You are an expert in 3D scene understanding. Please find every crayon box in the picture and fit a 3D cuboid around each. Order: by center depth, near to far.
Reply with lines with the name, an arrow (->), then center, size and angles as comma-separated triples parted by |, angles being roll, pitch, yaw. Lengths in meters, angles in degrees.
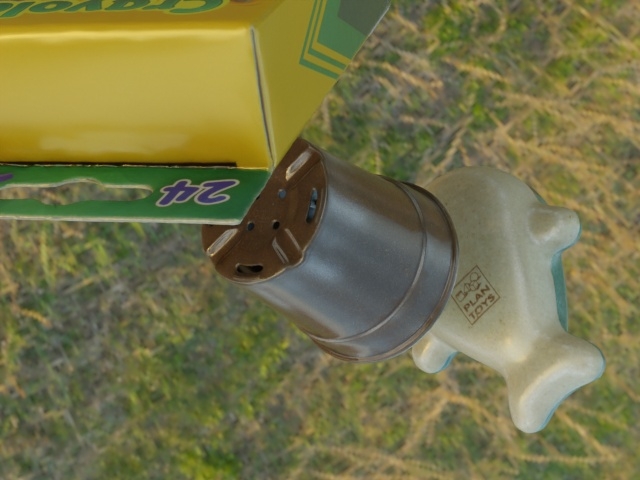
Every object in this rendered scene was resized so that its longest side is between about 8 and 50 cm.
crayon box -> -0.093, -0.119, 0.718 | 0.203, 0.323, 0.083 | 1, 119, 16

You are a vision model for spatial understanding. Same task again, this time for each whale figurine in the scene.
whale figurine -> 0.180, 0.056, 1.197 | 0.141, 0.272, 0.216 | 20, 119, -46

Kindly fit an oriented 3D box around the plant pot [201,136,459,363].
plant pot -> 0.000, 0.000, 1.025 | 0.167, 0.167, 0.165 | -46, 140, 13
